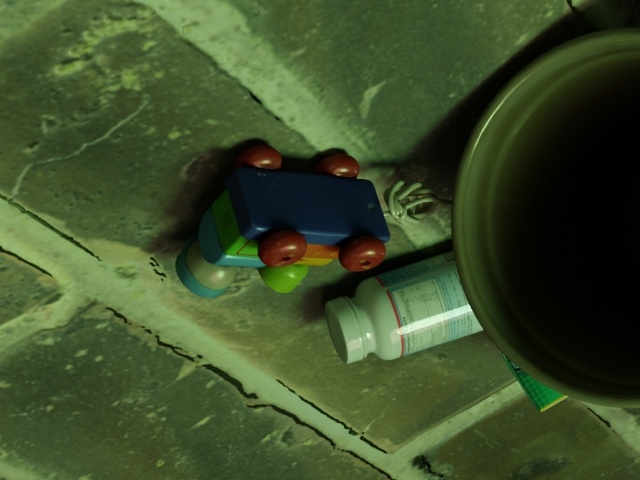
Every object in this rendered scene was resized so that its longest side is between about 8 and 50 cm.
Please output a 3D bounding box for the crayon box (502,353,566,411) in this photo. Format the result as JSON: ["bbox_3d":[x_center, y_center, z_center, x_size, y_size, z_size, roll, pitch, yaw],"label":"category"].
[{"bbox_3d":[0.343,0.075,1.754,0.278,0.081,0.165,-34,172,13],"label":"crayon box"}]

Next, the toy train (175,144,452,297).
[{"bbox_3d":[0.000,0.000,1.459,0.248,0.105,0.143,4,148,-38],"label":"toy train"}]

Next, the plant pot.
[{"bbox_3d":[0.321,-0.016,1.489,0.323,0.323,0.280,-40,161,23],"label":"plant pot"}]

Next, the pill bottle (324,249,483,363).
[{"bbox_3d":[0.090,0.069,1.623,0.160,0.087,0.087,-17,147,-12],"label":"pill bottle"}]
